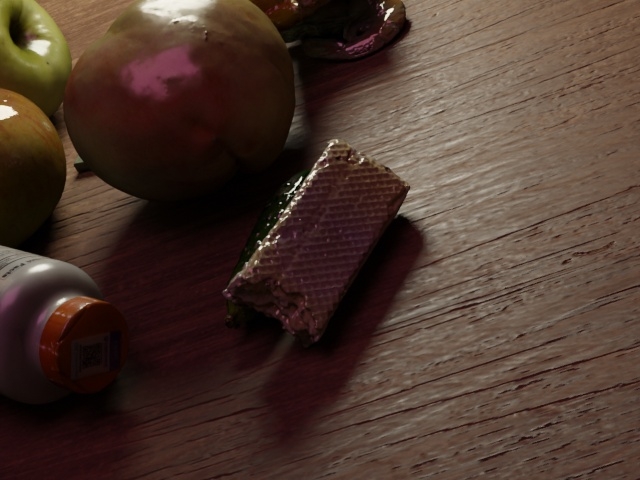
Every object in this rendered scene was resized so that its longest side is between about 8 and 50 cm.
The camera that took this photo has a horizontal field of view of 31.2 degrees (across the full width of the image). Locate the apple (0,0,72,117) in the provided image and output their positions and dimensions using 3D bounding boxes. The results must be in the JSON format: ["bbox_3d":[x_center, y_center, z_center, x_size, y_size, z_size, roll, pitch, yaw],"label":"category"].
[{"bbox_3d":[-0.502,-0.255,1.676,0.262,0.262,0.262,-15,39,13],"label":"apple"}]

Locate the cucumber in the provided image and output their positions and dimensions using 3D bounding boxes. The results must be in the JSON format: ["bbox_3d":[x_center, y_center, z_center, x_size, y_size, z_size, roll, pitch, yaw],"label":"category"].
[{"bbox_3d":[-0.051,0.008,1.269,0.069,0.069,0.227,2,47,31],"label":"cucumber"}]

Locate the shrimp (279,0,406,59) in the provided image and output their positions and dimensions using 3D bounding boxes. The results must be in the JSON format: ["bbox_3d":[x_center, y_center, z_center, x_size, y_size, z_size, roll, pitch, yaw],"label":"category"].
[{"bbox_3d":[0.012,-0.291,1.604,0.223,0.047,0.126,-12,50,15],"label":"shrimp"}]

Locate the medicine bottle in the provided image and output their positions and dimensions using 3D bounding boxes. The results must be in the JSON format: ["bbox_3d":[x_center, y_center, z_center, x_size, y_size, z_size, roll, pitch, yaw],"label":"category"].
[{"bbox_3d":[-0.342,0.089,1.260,0.288,0.157,0.157,12,51,37],"label":"medicine bottle"}]

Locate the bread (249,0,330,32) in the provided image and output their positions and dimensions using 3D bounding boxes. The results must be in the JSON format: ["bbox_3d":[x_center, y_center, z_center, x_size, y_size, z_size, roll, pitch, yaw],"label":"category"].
[{"bbox_3d":[-0.014,-0.391,1.619,0.185,0.109,0.380,-12,25,13],"label":"bread"}]

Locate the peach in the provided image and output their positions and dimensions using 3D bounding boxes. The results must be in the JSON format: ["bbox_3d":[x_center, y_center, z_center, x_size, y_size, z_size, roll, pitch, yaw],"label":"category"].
[{"bbox_3d":[-0.170,-0.178,1.400,0.292,0.248,0.292,-20,21,8],"label":"peach"}]

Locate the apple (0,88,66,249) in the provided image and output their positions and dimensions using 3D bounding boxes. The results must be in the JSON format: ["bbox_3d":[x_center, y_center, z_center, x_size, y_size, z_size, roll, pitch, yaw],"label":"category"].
[{"bbox_3d":[-0.451,-0.086,1.495,0.260,0.194,0.261,-15,36,11],"label":"apple"}]

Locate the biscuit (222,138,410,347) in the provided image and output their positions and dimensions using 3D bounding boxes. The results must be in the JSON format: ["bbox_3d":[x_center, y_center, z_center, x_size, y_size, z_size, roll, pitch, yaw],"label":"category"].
[{"bbox_3d":[0.000,0.000,1.217,0.108,0.062,0.239,33,56,1],"label":"biscuit"}]

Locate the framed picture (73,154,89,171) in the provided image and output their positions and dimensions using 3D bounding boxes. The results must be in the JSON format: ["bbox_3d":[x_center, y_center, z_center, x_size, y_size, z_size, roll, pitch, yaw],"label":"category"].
[{"bbox_3d":[-0.223,-0.215,1.661,0.211,0.020,0.290,-10,40,20],"label":"framed picture"}]
